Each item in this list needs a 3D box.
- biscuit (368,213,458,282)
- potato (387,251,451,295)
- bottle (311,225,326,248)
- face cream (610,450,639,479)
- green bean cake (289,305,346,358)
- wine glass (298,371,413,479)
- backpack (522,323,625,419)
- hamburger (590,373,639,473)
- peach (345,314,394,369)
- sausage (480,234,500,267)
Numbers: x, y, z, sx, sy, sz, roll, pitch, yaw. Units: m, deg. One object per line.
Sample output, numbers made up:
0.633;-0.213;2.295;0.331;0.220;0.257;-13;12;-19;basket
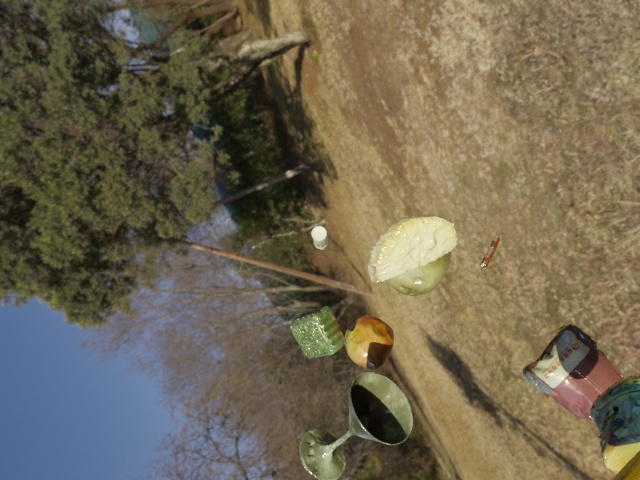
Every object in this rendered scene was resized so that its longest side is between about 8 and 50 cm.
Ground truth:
0.255;0.013;1.452;0.179;0.280;0.084;64;178;-38;biscuit
0.369;0.074;1.914;0.220;0.243;0.326;28;-139;2;potato
0.000;0.000;1.955;0.217;0.060;0.060;78;169;-75;bottle
0.636;0.469;0.975;0.105;0.348;0.105;50;162;23;face cream
-0.014;0.356;1.943;0.094;0.181;0.173;-32;-82;-48;green bean cake
0.110;0.685;1.813;0.267;0.406;0.267;24;-145;-19;wine glass
0.967;0.508;1.903;0.317;0.283;0.197;42;-178;15;backpack
0.779;0.444;1.246;0.192;0.288;0.168;30;-139;-10;hamburger
0.202;0.440;2.124;0.236;0.214;0.214;-87;-25;-56;peach
0.602;0.037;1.799;0.198;0.028;0.025;-49;-30;-42;sausage
